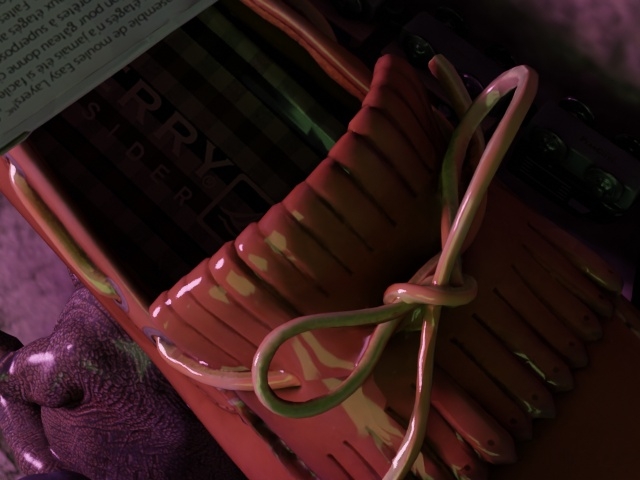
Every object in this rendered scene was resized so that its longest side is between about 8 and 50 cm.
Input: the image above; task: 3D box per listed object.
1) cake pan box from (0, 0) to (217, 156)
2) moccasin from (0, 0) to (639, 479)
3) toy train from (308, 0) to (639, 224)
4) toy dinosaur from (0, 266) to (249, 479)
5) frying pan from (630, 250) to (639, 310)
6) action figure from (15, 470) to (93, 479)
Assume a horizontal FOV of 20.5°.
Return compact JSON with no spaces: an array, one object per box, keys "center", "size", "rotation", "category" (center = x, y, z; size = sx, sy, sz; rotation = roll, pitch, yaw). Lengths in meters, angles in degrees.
[{"center":[-0.059,-0.171,0.388],"size":[0.267,0.070,0.246],"rotation":[-34,127,9],"category":"cake pan box"},{"center":[0.002,-0.002,0.567],"size":[0.380,0.139,0.147],"rotation":[47,172,13],"category":"moccasin"},{"center":[0.042,-0.057,0.599],"size":[0.158,0.027,0.036],"rotation":[37,147,12],"category":"toy train"},{"center":[-0.083,0.080,0.762],"size":[0.160,0.121,0.313],"rotation":[39,138,20],"category":"toy dinosaur"},{"center":[0.096,0.069,0.671],"size":[0.197,0.053,0.326],"rotation":[11,114,42],"category":"frying pan"},{"center":[-0.036,0.166,0.622],"size":[0.341,0.178,0.330],"rotation":[17,178,-33],"category":"action figure"}]
